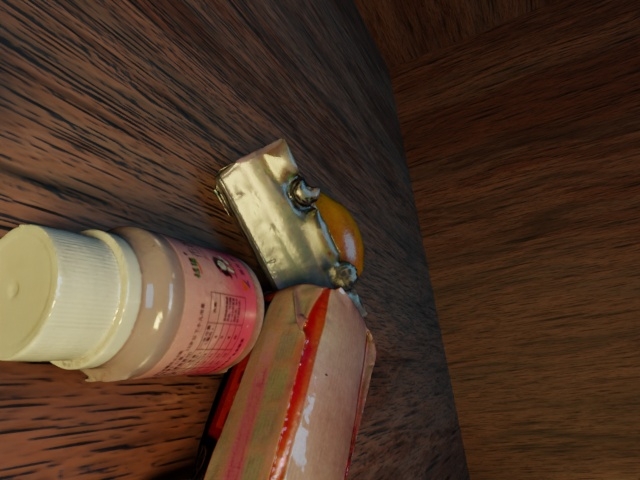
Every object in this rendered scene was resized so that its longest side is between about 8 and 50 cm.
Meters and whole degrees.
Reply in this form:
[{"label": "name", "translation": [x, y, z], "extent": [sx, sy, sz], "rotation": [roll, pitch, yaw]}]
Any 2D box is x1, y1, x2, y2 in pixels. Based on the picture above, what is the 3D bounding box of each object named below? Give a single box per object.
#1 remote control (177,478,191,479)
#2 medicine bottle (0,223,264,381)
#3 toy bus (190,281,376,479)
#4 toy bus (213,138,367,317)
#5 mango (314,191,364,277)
[{"label": "remote control", "translation": [-0.134, 0.415, 0.410], "extent": [0.145, 0.050, 0.344], "rotation": [38, 43, -56]}, {"label": "medicine bottle", "translation": [-0.170, 0.061, 0.427], "extent": [0.247, 0.147, 0.147], "rotation": [28, 51, -62]}, {"label": "toy bus", "translation": [-0.035, 0.182, 0.498], "extent": [0.127, 0.147, 0.303], "rotation": [45, 41, -25]}, {"label": "toy bus", "translation": [-0.045, 0.007, 0.712], "extent": [0.317, 0.137, 0.112], "rotation": [64, -16, -10]}, {"label": "mango", "translation": [0.005, 0.000, 0.864], "extent": [0.120, 0.151, 0.221], "rotation": [-1, 77, -62]}]
